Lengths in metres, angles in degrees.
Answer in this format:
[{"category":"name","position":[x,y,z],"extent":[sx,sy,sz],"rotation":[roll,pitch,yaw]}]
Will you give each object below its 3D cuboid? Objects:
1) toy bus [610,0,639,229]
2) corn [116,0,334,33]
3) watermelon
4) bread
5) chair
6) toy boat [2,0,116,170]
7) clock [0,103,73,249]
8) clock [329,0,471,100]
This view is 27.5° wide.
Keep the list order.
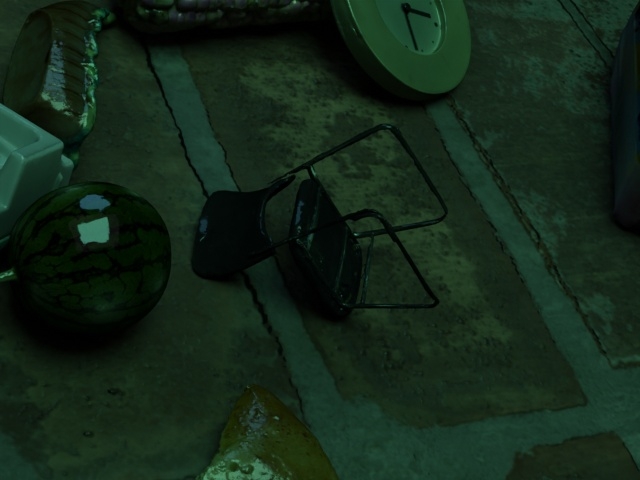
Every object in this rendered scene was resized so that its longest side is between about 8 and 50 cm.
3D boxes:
[{"category":"toy bus","position":[0.454,-0.172,1.664],"extent":[0.171,0.162,0.386],"rotation":[22,44,-9]},{"category":"corn","position":[-0.091,-0.313,1.563],"extent":[0.335,0.126,0.126],"rotation":[-9,54,-32]},{"category":"watermelon","position":[-0.225,0.023,1.175],"extent":[0.187,0.140,0.140],"rotation":[-18,59,-33]},{"category":"bread","position":[-0.033,0.208,1.158],"extent":[0.136,0.054,0.154],"rotation":[30,46,-1]},{"category":"chair","position":[0.000,0.000,1.334],"extent":[0.145,0.221,0.140],"rotation":[56,29,-35]},{"category":"toy boat","position":[-0.273,-0.189,1.383],"extent":[0.099,0.108,0.293],"rotation":[46,28,-32]},{"category":"clock","position":[-0.376,-0.080,1.169],"extent":[0.231,0.116,0.262],"rotation":[36,27,10]},{"category":"clock","position":[0.101,-0.286,1.623],"extent":[0.235,0.029,0.235],"rotation":[20,60,-39]}]
